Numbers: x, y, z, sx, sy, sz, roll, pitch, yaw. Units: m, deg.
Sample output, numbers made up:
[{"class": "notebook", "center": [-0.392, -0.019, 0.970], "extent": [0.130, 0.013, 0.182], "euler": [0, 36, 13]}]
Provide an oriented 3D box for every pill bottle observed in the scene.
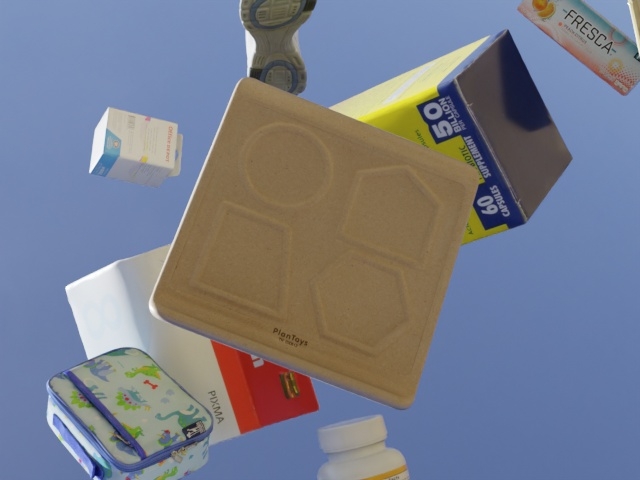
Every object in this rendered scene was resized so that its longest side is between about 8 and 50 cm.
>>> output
[{"class": "pill bottle", "center": [0.061, 0.332, 1.536], "extent": [0.117, 0.117, 0.208], "euler": [-8, -96, -52]}]

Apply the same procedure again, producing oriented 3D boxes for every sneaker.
[{"class": "sneaker", "center": [-0.072, -0.335, 1.737], "extent": [0.111, 0.297, 0.129], "euler": [-4, -125, -11]}]

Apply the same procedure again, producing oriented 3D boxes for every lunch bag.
[{"class": "lunch bag", "center": [-0.268, 0.250, 1.674], "extent": [0.176, 0.090, 0.219], "euler": [-19, -135, -36]}]

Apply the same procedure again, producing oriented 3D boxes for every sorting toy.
[{"class": "sorting toy", "center": [0.000, 0.000, 0.860], "extent": [0.193, 0.038, 0.208], "euler": [21, -117, -5]}]

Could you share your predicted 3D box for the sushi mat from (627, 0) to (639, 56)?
[{"class": "sushi mat", "center": [0.370, -0.235, 1.161], "extent": [0.151, 0.019, 0.316], "euler": [-4, -113, -3]}]

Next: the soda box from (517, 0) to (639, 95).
[{"class": "soda box", "center": [0.345, -0.267, 1.569], "extent": [0.183, 0.063, 0.058], "euler": [41, -163, 7]}]

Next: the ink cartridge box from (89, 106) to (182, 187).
[{"class": "ink cartridge box", "center": [-0.313, -0.156, 2.086], "extent": [0.143, 0.090, 0.092], "euler": [13, -117, -22]}]

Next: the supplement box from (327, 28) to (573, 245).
[{"class": "supplement box", "center": [0.103, -0.093, 1.546], "extent": [0.194, 0.356, 0.195], "euler": [60, -142, -12]}]

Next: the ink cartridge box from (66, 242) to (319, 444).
[{"class": "ink cartridge box", "center": [-0.200, 0.156, 1.791], "extent": [0.091, 0.385, 0.308], "euler": [-12, -98, -47]}]
